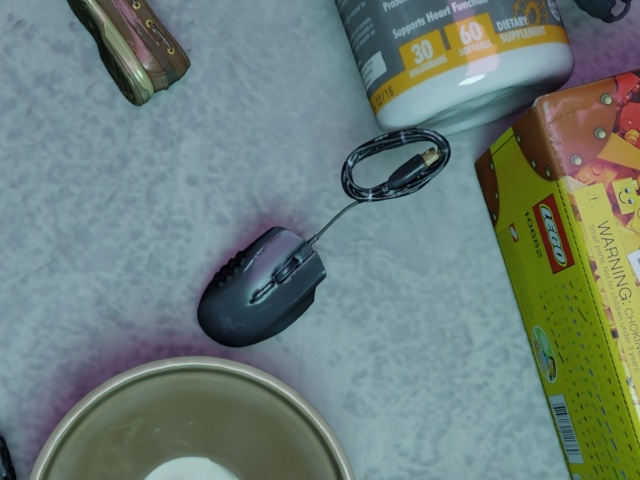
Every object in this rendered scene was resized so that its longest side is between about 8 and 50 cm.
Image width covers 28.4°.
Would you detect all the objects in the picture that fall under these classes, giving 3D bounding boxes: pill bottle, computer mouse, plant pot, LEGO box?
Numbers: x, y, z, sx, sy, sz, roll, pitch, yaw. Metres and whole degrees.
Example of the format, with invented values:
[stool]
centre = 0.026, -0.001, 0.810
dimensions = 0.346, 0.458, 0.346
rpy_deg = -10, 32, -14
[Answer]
[pill bottle]
centre = 0.081, -0.229, 0.991
dimensions = 0.162, 0.162, 0.278
rpy_deg = -18, 83, -9
[computer mouse]
centre = 0.000, 0.000, 0.956
dimensions = 0.242, 0.041, 0.071
rpy_deg = -42, 99, 15
[plant pot]
centre = -0.093, 0.205, 0.924
dimensions = 0.237, 0.110, 0.237
rpy_deg = 1, 81, -7
[LEGO box]
centre = 0.378, 0.105, 0.953
dimensions = 0.372, 0.193, 0.500
rpy_deg = -16, 83, -8

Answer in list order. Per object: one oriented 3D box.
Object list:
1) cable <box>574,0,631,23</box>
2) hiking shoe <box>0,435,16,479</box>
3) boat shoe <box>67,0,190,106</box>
[cable]
centre = 0.201, -0.269, 1.007
dimensions = 0.047, 0.184, 0.150
rpy_deg = -18, 56, 29
[hiking shoe]
centre = -0.277, 0.235, 0.909
dimensions = 0.114, 0.086, 0.227
rpy_deg = 0, 81, -10
[boat shoe]
centre = -0.167, -0.196, 1.010
dimensions = 0.060, 0.064, 0.178
rpy_deg = -31, 91, -16
